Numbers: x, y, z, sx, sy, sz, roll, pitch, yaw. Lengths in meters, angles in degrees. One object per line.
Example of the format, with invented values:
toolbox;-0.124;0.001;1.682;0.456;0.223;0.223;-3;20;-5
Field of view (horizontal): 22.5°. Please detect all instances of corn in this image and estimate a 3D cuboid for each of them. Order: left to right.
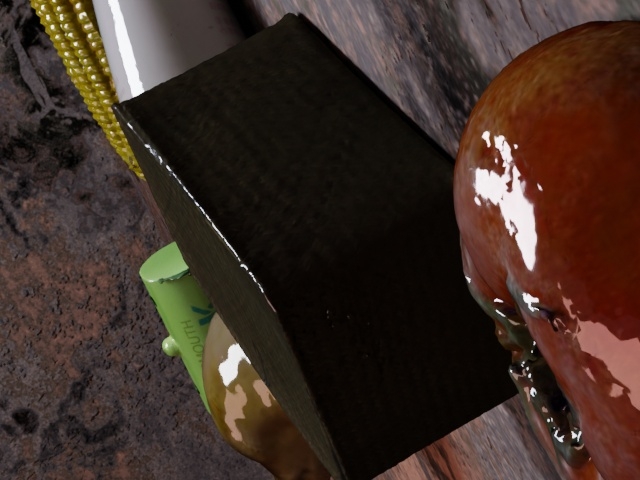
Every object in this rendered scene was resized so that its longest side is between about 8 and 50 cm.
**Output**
corn;-0.196;-0.210;1.537;0.344;0.131;0.131;64;171;-29

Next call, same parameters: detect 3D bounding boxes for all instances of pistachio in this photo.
pistachio;-0.030;0.100;1.475;0.260;0.163;0.212;-108;15;-63

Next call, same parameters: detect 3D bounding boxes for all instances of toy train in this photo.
toy train;-0.107;0.088;1.820;0.105;0.157;0.253;48;163;56

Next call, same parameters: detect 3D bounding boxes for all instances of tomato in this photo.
tomato;0.122;0.038;0.610;0.236;0.095;0.237;59;171;15

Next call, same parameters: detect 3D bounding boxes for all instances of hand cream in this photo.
hand cream;-0.147;-0.225;1.296;0.185;0.118;0.358;83;164;-73

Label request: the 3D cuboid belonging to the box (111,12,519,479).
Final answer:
box;-0.002;0.001;1.037;0.273;0.143;0.184;50;164;50
